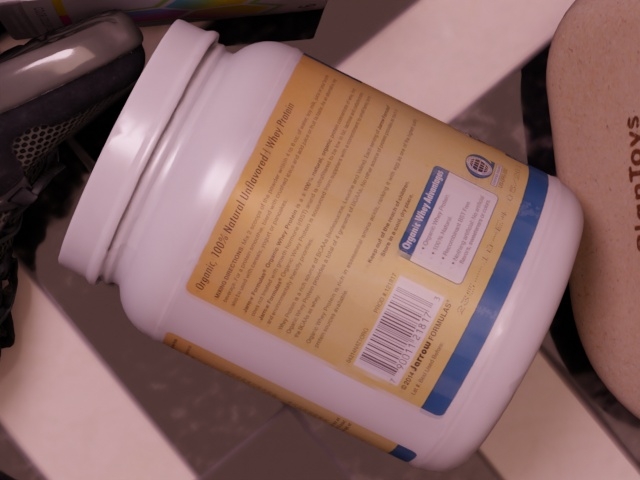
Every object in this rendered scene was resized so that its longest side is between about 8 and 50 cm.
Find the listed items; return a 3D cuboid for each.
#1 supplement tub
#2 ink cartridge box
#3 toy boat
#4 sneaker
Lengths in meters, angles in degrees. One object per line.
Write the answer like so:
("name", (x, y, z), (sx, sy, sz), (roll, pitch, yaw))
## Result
("supplement tub", (0.000, 0.000, 0.864), (0.200, 0.144, 0.144), (27, 87, -2))
("ink cartridge box", (-0.045, -0.137, 0.884), (0.209, 0.109, 0.062), (-6, 89, -4))
("toy boat", (0.202, -0.020, 0.895), (0.151, 0.151, 0.231), (-5, 89, -32))
("sneaker", (-0.150, -0.007, 0.871), (0.227, 0.087, 0.130), (-33, 98, 16))
